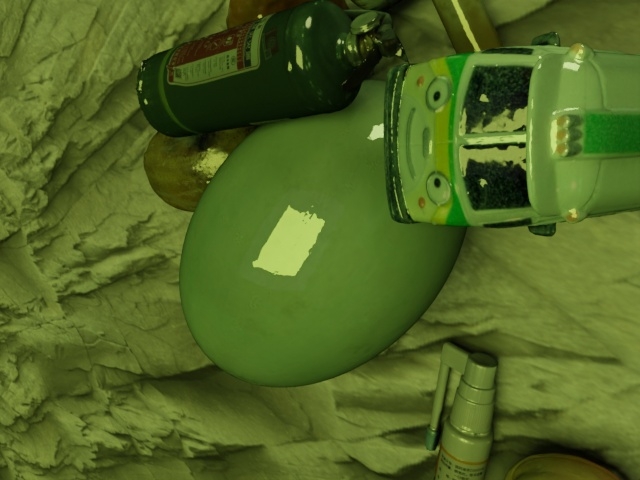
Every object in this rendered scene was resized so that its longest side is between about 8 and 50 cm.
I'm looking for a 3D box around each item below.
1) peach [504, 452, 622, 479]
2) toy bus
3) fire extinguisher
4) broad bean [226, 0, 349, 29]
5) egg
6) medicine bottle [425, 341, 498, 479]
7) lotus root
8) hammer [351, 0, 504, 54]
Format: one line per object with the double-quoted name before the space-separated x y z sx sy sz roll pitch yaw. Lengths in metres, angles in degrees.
"peach" 0.268 0.323 0.528 0.184 0.184 0.184 8 105 32
"toy bus" 0.202 -0.083 0.403 0.164 0.276 0.134 14 110 61
"fire extinguisher" -0.042 -0.153 0.444 0.294 0.118 0.093 2 142 38
"broad bean" -0.036 -0.229 0.593 0.156 0.228 0.122 -25 65 2
"egg" 0.000 0.000 0.570 0.276 0.276 0.389 45 108 18
"medicine bottle" 0.176 0.244 0.646 0.092 0.061 0.221 24 113 48
"lotus root" -0.134 -0.115 0.724 0.278 0.154 0.154 2 102 25
"hammer" 0.147 -0.251 0.531 0.202 0.113 0.305 -28 89 38
